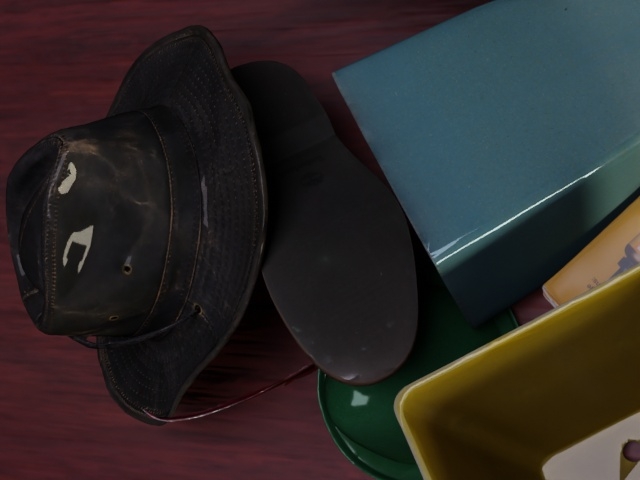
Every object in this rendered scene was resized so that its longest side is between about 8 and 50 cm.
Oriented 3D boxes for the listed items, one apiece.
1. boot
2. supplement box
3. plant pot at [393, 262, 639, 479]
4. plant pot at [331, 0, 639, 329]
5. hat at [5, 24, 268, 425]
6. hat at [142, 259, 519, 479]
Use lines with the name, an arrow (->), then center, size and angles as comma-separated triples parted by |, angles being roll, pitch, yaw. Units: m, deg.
boot -> 0.000, 0.000, 1.050 | 0.112, 0.115, 0.305 | -18, 52, -7
supplement box -> 0.271, -0.012, 0.965 | 0.233, 0.080, 0.078 | -44, 65, 12
plant pot -> 0.206, 0.163, 0.894 | 0.212, 0.187, 0.212 | -29, 64, 13
plant pot -> 0.161, -0.081, 0.979 | 0.234, 0.166, 0.166 | -29, 66, 5
hat -> -0.174, -0.019, 1.078 | 0.331, 0.133, 0.332 | -14, 74, 59
hat -> 0.031, 0.102, 1.007 | 0.173, 0.183, 0.208 | 40, 101, 27
